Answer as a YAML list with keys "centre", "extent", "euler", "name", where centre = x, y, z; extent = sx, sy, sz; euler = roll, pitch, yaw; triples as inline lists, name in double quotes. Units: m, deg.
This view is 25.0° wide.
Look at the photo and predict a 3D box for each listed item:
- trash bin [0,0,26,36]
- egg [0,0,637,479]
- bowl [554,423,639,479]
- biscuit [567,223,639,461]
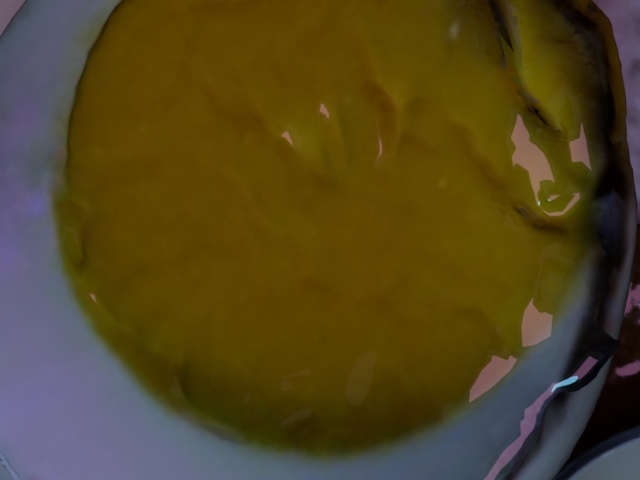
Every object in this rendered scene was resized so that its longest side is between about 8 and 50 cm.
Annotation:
- centre: [-0.131, -0.093, 0.613]
  extent: [0.092, 0.043, 0.061]
  euler: [-38, 97, 1]
  name: "trash bin"
- centre: [-0.004, 0.002, 0.574]
  extent: [0.264, 0.174, 0.286]
  euler: [-8, 77, 16]
  name: "egg"
- centre: [0.163, 0.199, 0.563]
  extent: [0.238, 0.126, 0.237]
  euler: [5, 53, -7]
  name: "bowl"
- centre: [0.148, 0.095, 0.654]
  extent: [0.212, 0.036, 0.212]
  euler: [0, 99, -3]
  name: "biscuit"
